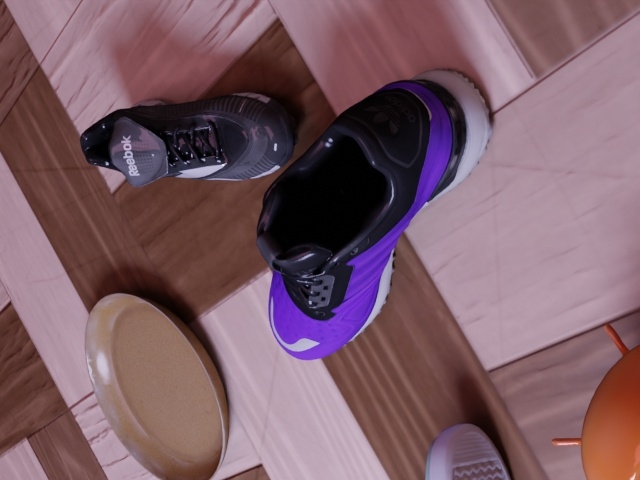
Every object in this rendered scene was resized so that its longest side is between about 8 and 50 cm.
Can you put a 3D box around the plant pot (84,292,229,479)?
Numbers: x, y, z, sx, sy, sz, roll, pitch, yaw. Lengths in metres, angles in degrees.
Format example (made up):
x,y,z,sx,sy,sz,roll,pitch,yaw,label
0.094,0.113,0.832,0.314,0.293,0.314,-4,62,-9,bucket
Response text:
x,y,z,sx,sy,sz,roll,pitch,yaw,label
-0.180,0.165,0.985,0.236,0.032,0.236,19,119,37,plant pot

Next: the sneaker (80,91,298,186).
x,y,z,sx,sy,sz,roll,pitch,yaw,label
-0.127,-0.083,0.772,0.234,0.106,0.078,7,113,41,sneaker

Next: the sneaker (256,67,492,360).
x,y,z,sx,sy,sz,roll,pitch,yaw,label
0.000,-0.001,0.664,0.102,0.146,0.293,45,132,19,sneaker

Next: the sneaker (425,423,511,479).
x,y,z,sx,sy,sz,roll,pitch,yaw,label
0.084,0.264,0.741,0.151,0.094,0.255,6,111,44,sneaker

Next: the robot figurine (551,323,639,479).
x,y,z,sx,sy,sz,roll,pitch,yaw,label
0.250,0.133,0.508,0.219,0.128,0.158,27,145,31,robot figurine
